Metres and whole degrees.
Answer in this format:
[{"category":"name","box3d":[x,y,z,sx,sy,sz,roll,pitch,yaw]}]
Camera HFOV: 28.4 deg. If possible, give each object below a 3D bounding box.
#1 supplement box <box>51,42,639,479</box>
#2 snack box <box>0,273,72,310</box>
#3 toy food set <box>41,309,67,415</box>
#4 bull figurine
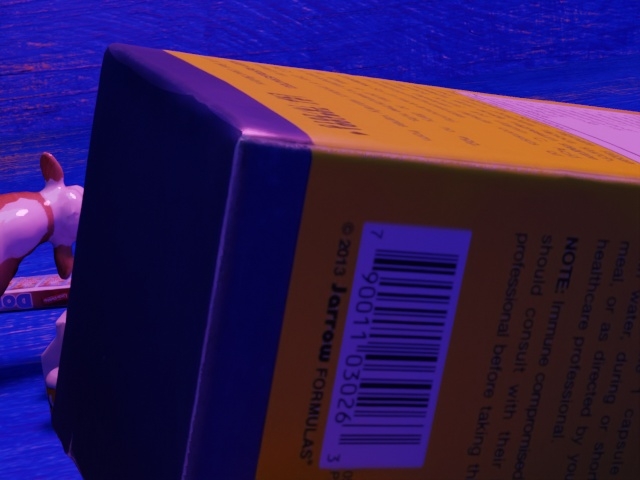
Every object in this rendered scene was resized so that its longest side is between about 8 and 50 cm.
[{"category":"supplement box","box3d":[0.083,0.041,0.574,0.356,0.195,0.194,4,15,-24]},{"category":"snack box","box3d":[-0.329,0.056,1.299,0.178,0.022,0.064,-5,12,5]},{"category":"toy food set","box3d":[-0.164,0.059,1.022,0.111,0.104,0.232,-5,13,4]},{"category":"bull figurine","box3d":[-0.321,0.039,1.028,0.188,0.101,0.310,-7,29,50]}]
